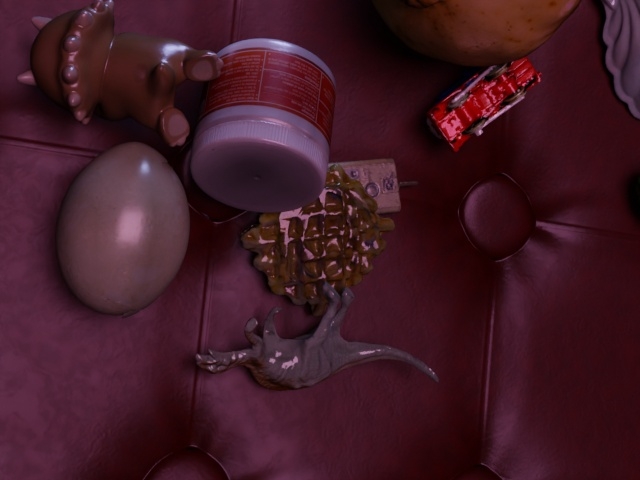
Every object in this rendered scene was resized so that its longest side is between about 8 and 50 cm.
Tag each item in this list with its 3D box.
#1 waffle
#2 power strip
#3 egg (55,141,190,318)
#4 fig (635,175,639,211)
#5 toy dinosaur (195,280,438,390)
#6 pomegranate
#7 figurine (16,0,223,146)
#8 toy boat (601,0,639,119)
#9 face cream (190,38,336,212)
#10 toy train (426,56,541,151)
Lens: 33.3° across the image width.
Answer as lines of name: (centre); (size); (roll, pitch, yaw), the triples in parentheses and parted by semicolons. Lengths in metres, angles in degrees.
waffle: (0.001, 0.001, 1.679); (0.223, 0.054, 0.204); (-48, 115, -7)
power strip: (0.038, -0.081, 1.735); (0.268, 0.034, 0.092); (-7, 88, -21)
egg: (-0.281, -0.016, 1.526); (0.186, 0.186, 0.253); (8, 85, -20)
fig: (0.647, -0.088, 1.930); (0.156, 0.123, 0.123); (-19, 93, -33)
toy dinosaur: (0.010, 0.159, 1.659); (0.393, 0.092, 0.205); (18, 108, -30)
pomegranate: (0.223, -0.441, 1.641); (0.410, 0.410, 0.410); (2, 85, -21)
figurine: (-0.300, -0.244, 1.507); (0.247, 0.173, 0.177); (29, 94, 27)
toy boat: (0.615, -0.349, 1.946); (0.199, 0.100, 0.290); (-34, 100, -20)
face cream: (-0.082, -0.169, 1.585); (0.201, 0.201, 0.187); (17, 59, -19)
toy train: (0.266, -0.241, 1.794); (0.204, 0.131, 0.083); (-38, 105, -8)
